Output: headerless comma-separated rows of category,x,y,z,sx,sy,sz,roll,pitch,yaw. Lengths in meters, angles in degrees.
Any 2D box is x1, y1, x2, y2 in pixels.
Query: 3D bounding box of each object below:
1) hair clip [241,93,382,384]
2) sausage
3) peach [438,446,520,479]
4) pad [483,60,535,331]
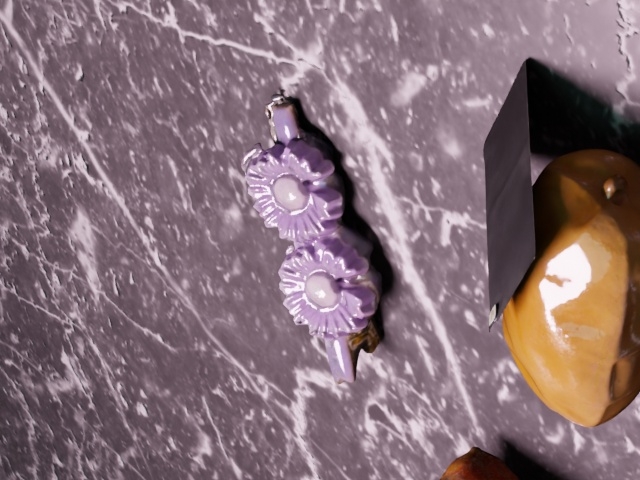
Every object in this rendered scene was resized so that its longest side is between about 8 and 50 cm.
hair clip,0.000,0.000,1.758,0.106,0.084,0.292,-7,110,35
sausage,0.211,0.037,1.457,0.136,0.120,0.241,43,147,40
peach,0.155,0.324,1.725,0.232,0.232,0.257,2,88,52
pad,0.148,-0.036,1.456,0.004,0.193,0.116,9,145,-10
